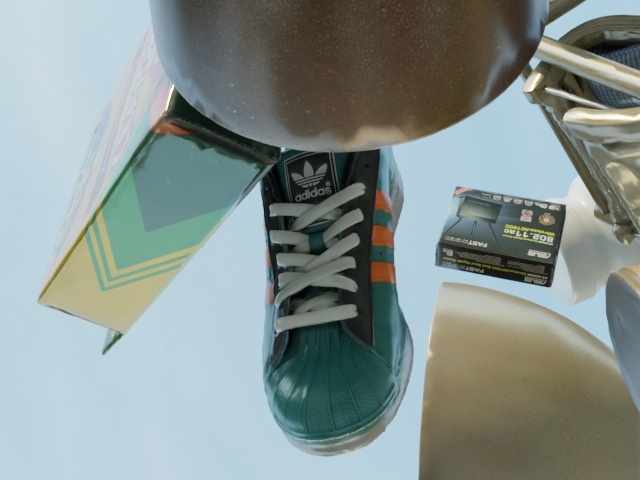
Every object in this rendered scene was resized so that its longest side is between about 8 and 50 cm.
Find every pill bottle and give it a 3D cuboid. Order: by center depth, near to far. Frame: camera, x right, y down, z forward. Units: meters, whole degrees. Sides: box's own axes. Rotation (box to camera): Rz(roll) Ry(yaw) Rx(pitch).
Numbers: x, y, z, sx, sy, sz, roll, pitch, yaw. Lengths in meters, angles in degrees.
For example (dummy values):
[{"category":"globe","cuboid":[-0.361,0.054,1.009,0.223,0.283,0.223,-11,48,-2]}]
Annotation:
[{"category":"pill bottle","cuboid":[0.404,-0.032,1.209,0.278,0.162,0.162,-22,-81,-3]}]

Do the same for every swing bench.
[{"category":"swing bench","cuboid":[0.288,-0.072,0.780,0.165,0.255,0.253,-33,-56,12]}]

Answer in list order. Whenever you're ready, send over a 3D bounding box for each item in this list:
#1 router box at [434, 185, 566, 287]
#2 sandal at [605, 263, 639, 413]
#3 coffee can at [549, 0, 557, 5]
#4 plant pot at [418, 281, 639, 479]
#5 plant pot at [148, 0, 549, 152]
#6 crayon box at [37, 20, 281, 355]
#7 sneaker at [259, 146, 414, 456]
[{"category":"router box","cuboid":[0.188,-0.005,1.028,0.122,0.092,0.038,10,-43,14]},{"category":"sandal","cuboid":[0.155,0.084,0.240,0.079,0.240,0.088,-17,-46,0]},{"category":"coffee can","cuboid":[0.158,-0.357,0.875,0.201,0.275,0.202,-6,-119,11]},{"category":"plant pot","cuboid":[0.204,0.184,0.939,0.190,0.284,0.284,2,-84,13]},{"category":"plant pot","cuboid":[0.004,-0.195,0.445,0.215,0.230,0.215,-3,-124,4]},{"category":"crayon box","cuboid":[-0.124,-0.065,0.751,0.081,0.318,0.202,22,-128,-20]},{"category":"sneaker","cuboid":[0.000,0.000,0.685,0.108,0.302,0.121,-12,-48,14]}]
